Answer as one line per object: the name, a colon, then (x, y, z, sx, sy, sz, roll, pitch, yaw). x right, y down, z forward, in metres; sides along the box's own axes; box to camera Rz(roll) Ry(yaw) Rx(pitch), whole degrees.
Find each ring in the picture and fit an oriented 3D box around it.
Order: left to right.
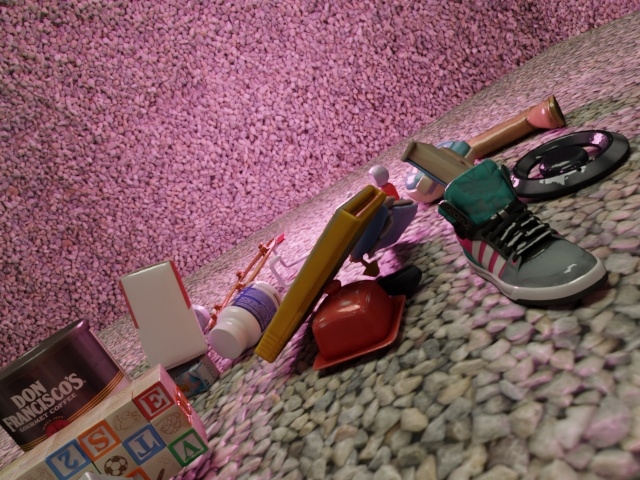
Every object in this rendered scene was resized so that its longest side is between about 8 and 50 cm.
ring: (-0.245, 0.123, 1.452, 0.336, 0.032, 0.336, -50, 10, 13)

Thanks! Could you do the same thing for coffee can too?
coffee can: (-0.433, 0.309, 0.852, 0.201, 0.275, 0.201, -31, 12, 7)

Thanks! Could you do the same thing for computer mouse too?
computer mouse: (0.104, 0.105, 0.926, 0.071, 0.041, 0.242, -31, 1, -44)

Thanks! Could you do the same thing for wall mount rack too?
wall mount rack: (0.000, 0.000, 1.372, 0.304, 0.130, 0.350, -31, 12, 4)

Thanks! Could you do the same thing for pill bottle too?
pill bottle: (-0.175, 0.185, 1.105, 0.112, 0.112, 0.187, -25, 13, 31)

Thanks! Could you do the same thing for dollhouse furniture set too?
dollhouse furniture set: (0.245, -0.040, 1.079, 0.286, 0.198, 0.303, -11, -43, -57)

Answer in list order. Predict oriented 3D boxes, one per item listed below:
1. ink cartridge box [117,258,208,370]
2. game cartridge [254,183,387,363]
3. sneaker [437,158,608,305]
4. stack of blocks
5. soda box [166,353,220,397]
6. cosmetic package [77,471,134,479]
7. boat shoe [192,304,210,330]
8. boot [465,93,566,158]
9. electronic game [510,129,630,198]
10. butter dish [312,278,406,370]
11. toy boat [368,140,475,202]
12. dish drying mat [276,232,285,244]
ink cartridge box: (-0.371, 0.187, 1.145, 0.131, 0.226, 0.306, -23, -5, -17)
game cartridge: (0.007, 0.056, 0.899, 0.324, 0.052, 0.285, -61, -7, 21)
sneaker: (0.266, -0.027, 0.681, 0.124, 0.178, 0.295, -32, 12, -3)
stack of blocks: (-0.311, 0.340, 0.671, 0.297, 0.171, 0.087, -34, 12, -15)
soda box: (-0.315, 0.317, 1.056, 0.183, 0.058, 0.063, -27, 13, 26)
cosmetic package: (-0.329, 0.394, 0.563, 0.239, 0.060, 0.099, -45, -29, -12)
boat shoe: (-0.452, 0.267, 1.501, 0.302, 0.109, 0.094, -28, 10, 30)
boot: (0.554, -0.312, 1.366, 0.269, 0.089, 0.236, -25, 2, 29)
electronic game: (0.489, -0.154, 0.952, 0.229, 0.048, 0.229, -28, 20, 11)
butter dish: (0.046, 0.118, 0.796, 0.160, 0.118, 0.160, -27, 12, 25)
toy boat: (0.286, -0.197, 1.403, 0.318, 0.148, 0.267, -20, 17, 45)
dish drying mat: (-0.117, -0.005, 1.420, 0.032, 0.008, 0.083, -36, 13, 3)
